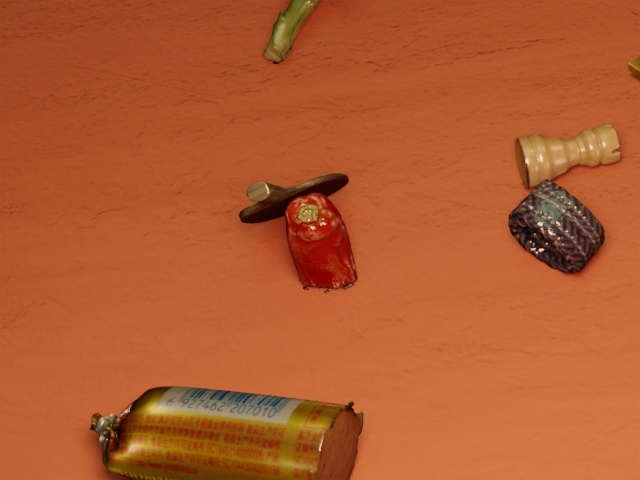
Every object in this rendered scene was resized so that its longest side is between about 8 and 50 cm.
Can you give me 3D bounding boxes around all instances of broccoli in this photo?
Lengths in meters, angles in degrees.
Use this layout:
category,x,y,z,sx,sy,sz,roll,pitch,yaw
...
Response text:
category,x,y,z,sx,sy,sz,roll,pitch,yaw
broccoli,-0.029,-0.344,2.271,0.122,0.118,0.204,20,66,6

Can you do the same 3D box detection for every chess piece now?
category,x,y,z,sx,sy,sz,roll,pitch,yaw
chess piece,0.305,-0.106,1.957,0.122,0.066,0.066,-11,44,-2

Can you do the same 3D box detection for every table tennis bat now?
category,x,y,z,sx,sy,sz,roll,pitch,yaw
table tennis bat,-0.041,-0.054,1.909,0.138,0.246,0.022,-24,84,11

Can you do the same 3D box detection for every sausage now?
category,x,y,z,sx,sy,sz,roll,pitch,yaw
sausage,-0.117,0.224,1.718,0.317,0.117,0.125,4,70,23

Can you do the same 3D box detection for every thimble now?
category,x,y,z,sx,sy,sz,roll,pitch,yaw
thimble,0.274,-0.012,1.851,0.104,0.095,0.066,43,75,4

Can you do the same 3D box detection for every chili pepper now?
category,x,y,z,sx,sy,sz,roll,pitch,yaw
chili pepper,0.000,0.000,1.894,0.073,0.123,0.070,26,57,37

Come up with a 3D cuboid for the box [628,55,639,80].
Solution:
category,x,y,z,sx,sy,sz,roll,pitch,yaw
box,0.477,-0.206,2.028,0.089,0.022,0.156,-32,46,-14
